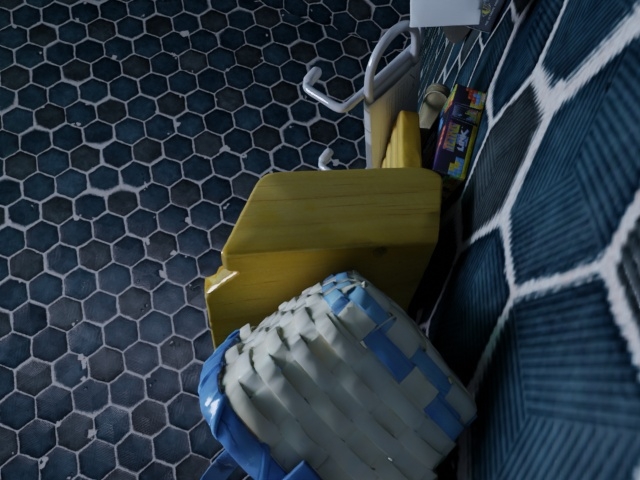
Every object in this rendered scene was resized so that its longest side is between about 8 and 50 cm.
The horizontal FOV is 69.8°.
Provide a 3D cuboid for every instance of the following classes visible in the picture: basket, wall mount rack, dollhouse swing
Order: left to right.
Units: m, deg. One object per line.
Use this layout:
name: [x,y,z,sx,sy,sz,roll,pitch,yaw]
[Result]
basket: [-0.024,0.169,0.395,0.289,0.201,0.255,-40,0,3]
dollhouse swing: [0.000,0.000,0.680,0.347,0.314,0.305,99,165,-51]
wall mount rack: [0.112,-0.261,0.775,0.304,0.130,0.350,-45,-23,-14]

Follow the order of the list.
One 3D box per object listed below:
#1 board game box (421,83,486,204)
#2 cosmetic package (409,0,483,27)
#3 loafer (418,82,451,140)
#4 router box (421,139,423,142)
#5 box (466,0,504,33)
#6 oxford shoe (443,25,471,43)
board game box: [0.178,-0.123,0.689,0.170,0.048,0.141,107,-176,-72]
cosmetic package: [0.176,-0.491,0.590,0.377,0.097,0.285,-72,-22,-43]
loafer: [0.224,-0.246,0.920,0.148,0.056,0.050,89,-163,-58]
router box: [0.185,-0.119,0.888,0.092,0.038,0.123,106,-177,-60]
box: [0.297,-0.482,0.734,0.233,0.059,0.183,108,180,-46]
oxford shoe: [0.313,-0.500,0.934,0.076,0.076,0.212,-38,-18,-23]
